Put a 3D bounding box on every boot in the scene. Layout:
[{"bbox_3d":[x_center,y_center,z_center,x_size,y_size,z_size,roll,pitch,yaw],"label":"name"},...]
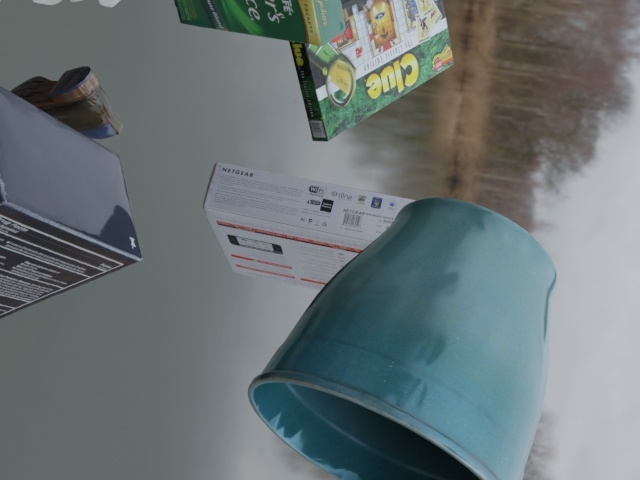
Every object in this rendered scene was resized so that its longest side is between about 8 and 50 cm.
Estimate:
[{"bbox_3d":[-0.401,-0.190,1.436,0.106,0.219,0.082,57,46,-35],"label":"boot"}]

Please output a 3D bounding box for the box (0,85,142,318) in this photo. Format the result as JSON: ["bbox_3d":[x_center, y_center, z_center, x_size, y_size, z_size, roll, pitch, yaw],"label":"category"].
[{"bbox_3d":[-0.442,-0.032,1.230,0.296,0.294,0.183,35,37,-65],"label":"box"}]

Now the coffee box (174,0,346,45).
[{"bbox_3d":[-0.067,-0.245,0.862,0.040,0.184,0.113,-42,136,-36],"label":"coffee box"}]

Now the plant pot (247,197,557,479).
[{"bbox_3d":[0.108,0.107,0.938,0.255,0.271,0.272,-59,161,-25],"label":"plant pot"}]

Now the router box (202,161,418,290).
[{"bbox_3d":[0.000,0.000,1.544,0.301,0.335,0.082,81,22,-69],"label":"router box"}]

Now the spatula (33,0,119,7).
[{"bbox_3d":[-0.308,-0.420,1.420,0.168,0.242,0.019,-7,72,-51],"label":"spatula"}]

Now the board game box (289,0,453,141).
[{"bbox_3d":[0.066,-0.227,1.108,0.259,0.030,0.136,-36,124,-39],"label":"board game box"}]
